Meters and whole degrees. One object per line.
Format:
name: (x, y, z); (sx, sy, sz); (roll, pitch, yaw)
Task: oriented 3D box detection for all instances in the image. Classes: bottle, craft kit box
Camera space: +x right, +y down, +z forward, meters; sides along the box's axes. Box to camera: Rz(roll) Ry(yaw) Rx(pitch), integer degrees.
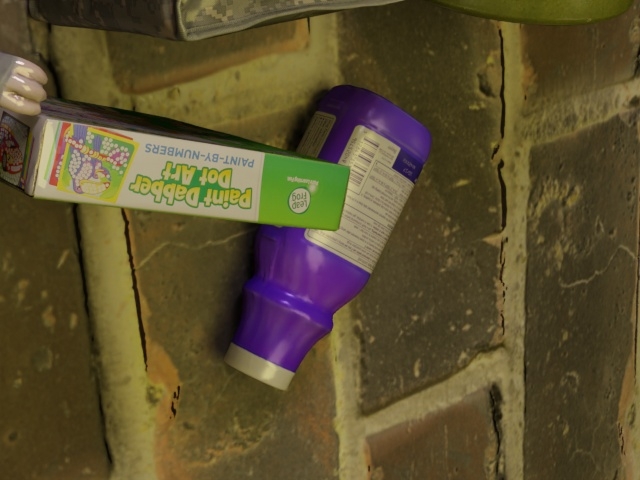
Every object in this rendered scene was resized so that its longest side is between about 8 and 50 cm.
bottle: (0.000, 0.000, 1.138); (0.118, 0.092, 0.283); (28, 86, -41)
craft kit box: (-0.150, -0.065, 0.892); (0.249, 0.246, 0.061); (6, 102, -41)

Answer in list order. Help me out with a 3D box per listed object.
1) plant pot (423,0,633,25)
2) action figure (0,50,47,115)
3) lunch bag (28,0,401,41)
plant pot: (0.184, -0.383, 1.028); (0.366, 0.366, 0.353); (-15, 126, -35)
action figure: (-0.317, -0.187, 0.684); (0.275, 0.248, 0.370); (26, 68, -59)
lunch bag: (-0.050, -0.250, 0.919); (0.287, 0.235, 0.169); (-16, 111, -35)
